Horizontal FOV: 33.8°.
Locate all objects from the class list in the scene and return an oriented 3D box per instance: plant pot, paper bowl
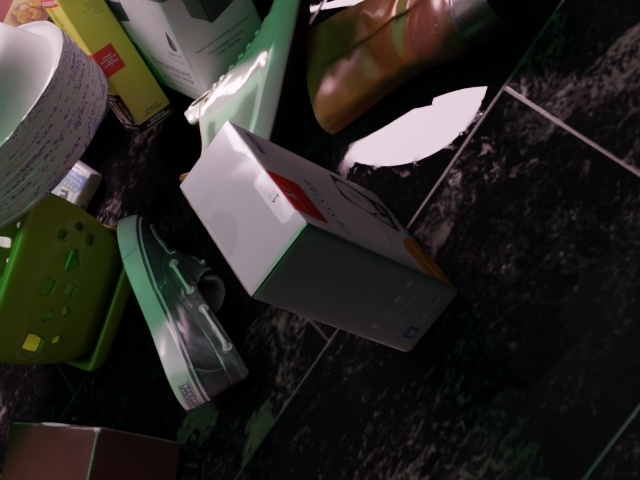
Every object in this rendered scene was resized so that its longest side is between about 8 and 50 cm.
[{"bbox_3d":[-0.384,0.051,1.419,0.228,0.207,0.227,12,83,45],"label":"plant pot"},{"bbox_3d":[-0.416,-0.157,1.309,0.284,0.148,0.284,-25,43,25],"label":"paper bowl"}]

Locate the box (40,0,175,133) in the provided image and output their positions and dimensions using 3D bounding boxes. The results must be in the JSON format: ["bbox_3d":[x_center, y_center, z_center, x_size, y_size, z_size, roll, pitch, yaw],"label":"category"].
[{"bbox_3d":[-0.290,-0.255,1.408,0.058,0.232,0.087,-38,25,-17],"label":"box"}]

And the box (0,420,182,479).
[{"bbox_3d":[-0.300,0.414,1.244,0.191,0.143,0.381,-5,72,43],"label":"box"}]

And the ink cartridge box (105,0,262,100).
[{"bbox_3d":[-0.204,-0.339,1.333,0.121,0.289,0.211,-40,40,-18],"label":"ink cartridge box"}]

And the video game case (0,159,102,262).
[{"bbox_3d":[-0.525,-0.050,1.637,0.329,0.036,0.300,33,98,24],"label":"video game case"}]

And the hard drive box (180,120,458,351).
[{"bbox_3d":[0.000,0.000,1.050,0.089,0.232,0.181,-52,46,16],"label":"hard drive box"}]

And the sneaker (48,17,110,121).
[{"bbox_3d":[-0.355,-0.317,1.603,0.208,0.127,0.319,-34,62,32],"label":"sneaker"}]

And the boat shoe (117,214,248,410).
[{"bbox_3d":[-0.167,0.067,1.284,0.102,0.108,0.301,-26,46,-5],"label":"boat shoe"}]

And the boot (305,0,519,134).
[{"bbox_3d":[0.092,-0.287,1.207,0.280,0.096,0.264,-26,64,43],"label":"boot"}]

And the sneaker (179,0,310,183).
[{"bbox_3d":[-0.098,-0.184,1.280,0.123,0.106,0.290,16,85,10],"label":"sneaker"}]

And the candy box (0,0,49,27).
[{"bbox_3d":[-0.417,-0.446,1.535,0.183,0.087,0.316,-36,44,54],"label":"candy box"}]
